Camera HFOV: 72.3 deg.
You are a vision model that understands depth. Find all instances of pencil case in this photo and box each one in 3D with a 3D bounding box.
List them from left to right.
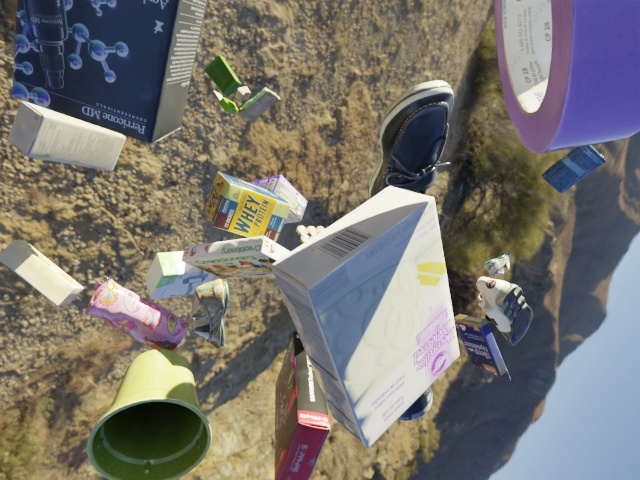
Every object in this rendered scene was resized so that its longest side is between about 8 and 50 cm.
[{"bbox_3d":[-0.529,0.221,1.272,0.284,0.124,0.124,37,81,-24],"label":"pencil case"}]

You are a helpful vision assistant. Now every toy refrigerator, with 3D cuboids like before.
[{"bbox_3d":[-1.008,0.116,1.591,0.094,0.269,0.102,-50,-177,-12],"label":"toy refrigerator"}]

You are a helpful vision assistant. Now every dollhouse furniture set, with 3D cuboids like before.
[{"bbox_3d":[-0.144,-0.271,0.792,0.076,0.059,0.151,-38,169,16],"label":"dollhouse furniture set"}]

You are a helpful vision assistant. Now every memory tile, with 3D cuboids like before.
[{"bbox_3d":[0.000,0.000,1.360,0.147,0.113,0.012,2,139,-35],"label":"memory tile"}]

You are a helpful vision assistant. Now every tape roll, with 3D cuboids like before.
[{"bbox_3d":[0.261,-0.237,0.465,0.275,0.090,0.275,-9,90,-79],"label":"tape roll"}]

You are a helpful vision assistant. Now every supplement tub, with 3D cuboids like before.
[{"bbox_3d":[0.294,0.488,1.590,0.193,0.193,0.316,-44,133,-33],"label":"supplement tub"}]

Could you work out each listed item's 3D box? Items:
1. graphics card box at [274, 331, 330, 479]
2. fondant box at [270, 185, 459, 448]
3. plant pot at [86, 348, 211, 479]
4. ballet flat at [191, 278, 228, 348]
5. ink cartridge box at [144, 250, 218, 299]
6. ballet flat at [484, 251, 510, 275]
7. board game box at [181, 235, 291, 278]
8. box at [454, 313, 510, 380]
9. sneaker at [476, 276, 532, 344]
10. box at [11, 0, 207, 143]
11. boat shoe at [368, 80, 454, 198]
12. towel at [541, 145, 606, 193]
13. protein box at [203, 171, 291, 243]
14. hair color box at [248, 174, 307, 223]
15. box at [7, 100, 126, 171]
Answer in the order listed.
[{"bbox_3d":[-0.062,0.466,1.257,0.371,0.094,0.233,-99,-156,-64],"label":"graphics card box"},{"bbox_3d":[0.090,0.118,0.676,0.238,0.096,0.331,-34,125,-25],"label":"fondant box"},{"bbox_3d":[-0.428,0.429,1.140,0.275,0.254,0.276,-6,116,-13],"label":"plant pot"},{"bbox_3d":[-0.222,0.150,0.869,0.067,0.073,0.206,-4,135,-18],"label":"ballet flat"},{"bbox_3d":[-0.577,0.142,1.868,0.272,0.115,0.198,-3,147,-40],"label":"ink cartridge box"},{"bbox_3d":[0.390,0.054,0.956,0.114,0.041,0.041,-13,128,-49],"label":"ballet flat"},{"bbox_3d":[-0.234,0.057,1.307,0.193,0.305,0.053,35,55,-52],"label":"board game box"},{"bbox_3d":[0.528,0.356,1.438,0.036,0.226,0.136,-27,-174,-19],"label":"box"},{"bbox_3d":[0.617,0.229,1.490,0.122,0.146,0.331,-44,129,-13],"label":"sneaker"},{"bbox_3d":[-0.423,-0.451,0.914,0.212,0.293,0.396,-88,-163,-66],"label":"box"},{"bbox_3d":[0.241,-0.208,1.157,0.186,0.156,0.500,-14,156,-12],"label":"boat shoe"},{"bbox_3d":[0.575,-0.165,1.001,0.119,0.067,0.029,-48,180,44],"label":"towel"},{"bbox_3d":[-0.232,-0.103,1.361,0.201,0.200,0.136,18,100,-28],"label":"protein box"},{"bbox_3d":[-0.245,-0.151,1.814,0.185,0.338,0.110,43,55,-41],"label":"hair color box"},{"bbox_3d":[-0.831,-0.339,1.460,0.148,0.121,0.311,-60,160,10],"label":"box"}]
